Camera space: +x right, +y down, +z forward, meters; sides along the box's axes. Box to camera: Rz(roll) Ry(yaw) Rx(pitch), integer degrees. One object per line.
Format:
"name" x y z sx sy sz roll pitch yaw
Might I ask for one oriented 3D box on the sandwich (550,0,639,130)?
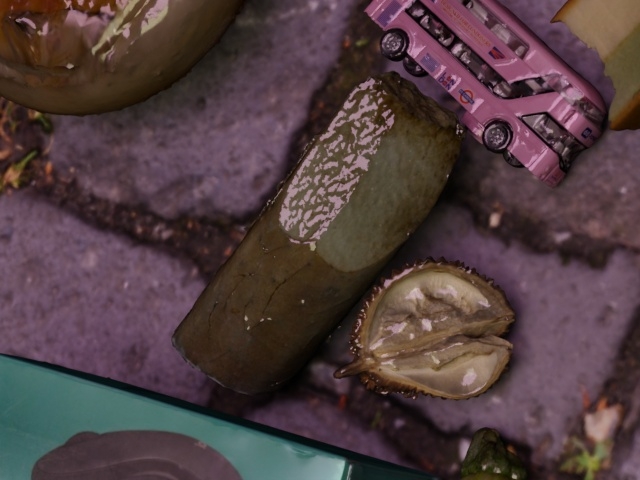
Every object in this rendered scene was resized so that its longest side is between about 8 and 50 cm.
"sandwich" 0.290 -0.168 1.331 0.108 0.220 0.186 61 142 18

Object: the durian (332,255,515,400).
"durian" 0.072 0.073 1.393 0.140 0.071 0.110 -22 86 -6

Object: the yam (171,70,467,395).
"yam" 0.000 0.000 1.398 0.106 0.106 0.259 48 115 23

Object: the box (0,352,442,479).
"box" -0.090 0.180 1.373 0.311 0.205 0.118 14 84 24

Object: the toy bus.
"toy bus" 0.123 -0.130 1.416 0.090 0.063 0.203 -47 66 9

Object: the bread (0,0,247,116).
"bread" -0.175 -0.192 1.496 0.314 0.171 0.192 -5 81 23

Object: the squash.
"squash" 0.122 0.193 1.344 0.105 0.105 0.132 1 72 24
